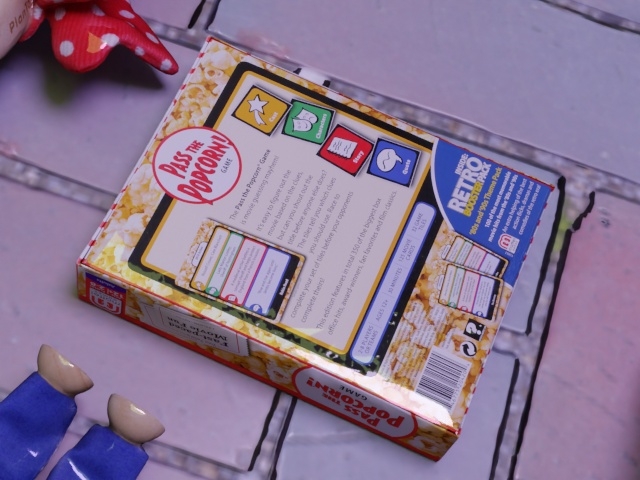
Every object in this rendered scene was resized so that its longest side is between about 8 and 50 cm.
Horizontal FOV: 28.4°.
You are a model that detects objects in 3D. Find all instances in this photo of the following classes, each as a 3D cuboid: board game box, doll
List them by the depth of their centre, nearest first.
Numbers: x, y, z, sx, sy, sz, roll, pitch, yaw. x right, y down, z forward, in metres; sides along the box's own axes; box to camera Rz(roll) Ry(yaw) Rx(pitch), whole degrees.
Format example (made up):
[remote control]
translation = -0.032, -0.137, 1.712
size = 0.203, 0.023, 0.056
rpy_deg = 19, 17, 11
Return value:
[doll]
translation = -0.152, 0.136, 0.530
size = 0.129, 0.046, 0.189
rpy_deg = 35, 70, -2
[board game box]
translation = 0.000, 0.000, 0.623
size = 0.194, 0.045, 0.146
rpy_deg = 25, 63, 3

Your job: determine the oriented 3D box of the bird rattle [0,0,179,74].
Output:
[bird rattle]
translation = -0.201, -0.120, 0.608
size = 0.207, 0.143, 0.253
rpy_deg = 26, 59, 22
